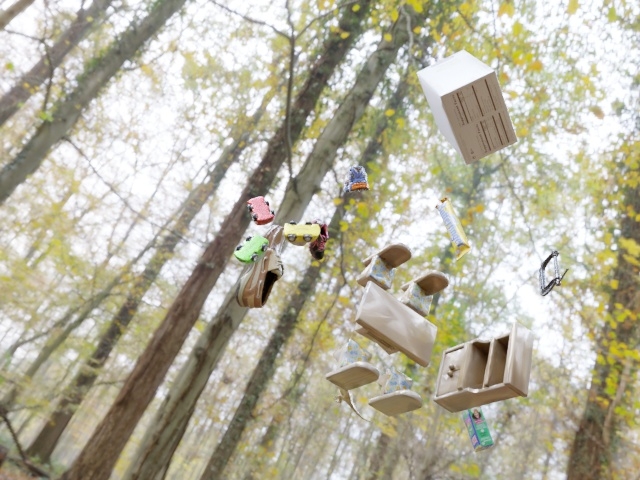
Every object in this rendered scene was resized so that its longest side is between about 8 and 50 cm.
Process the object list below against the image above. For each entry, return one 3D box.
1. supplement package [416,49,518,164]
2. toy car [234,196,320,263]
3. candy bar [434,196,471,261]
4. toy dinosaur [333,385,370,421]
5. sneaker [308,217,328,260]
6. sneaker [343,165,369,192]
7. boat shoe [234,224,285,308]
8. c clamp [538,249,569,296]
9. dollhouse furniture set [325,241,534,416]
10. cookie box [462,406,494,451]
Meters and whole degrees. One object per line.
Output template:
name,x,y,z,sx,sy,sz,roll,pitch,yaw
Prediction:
supplement package,0.380,-0.357,1.586,0.145,0.262,0.204,-25,-63,8
toy car,-0.148,-0.005,1.621,0.239,0.225,0.053,26,-40,23
candy bar,0.266,-0.026,1.209,0.018,0.161,0.040,19,-51,-29
toy dinosaur,0.074,0.443,1.709,0.183,0.053,0.092,65,-19,15
sneaker,0.000,0.000,1.663,0.057,0.047,0.119,18,-67,53
sneaker,0.123,-0.205,2.000,0.083,0.087,0.221,-3,3,-6
boat shoe,-0.185,0.102,2.153,0.120,0.323,0.122,13,-21,27
c clamp,0.646,0.085,1.669,0.022,0.160,0.137,19,-55,-1
dollhouse furniture set,0.274,0.235,1.449,0.394,0.362,0.256,35,-39,-16
cookie box,0.434,0.521,1.662,0.040,0.107,0.091,-14,-28,-5
